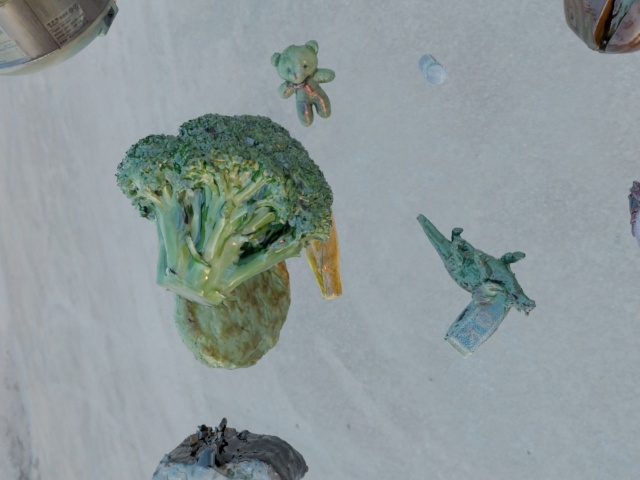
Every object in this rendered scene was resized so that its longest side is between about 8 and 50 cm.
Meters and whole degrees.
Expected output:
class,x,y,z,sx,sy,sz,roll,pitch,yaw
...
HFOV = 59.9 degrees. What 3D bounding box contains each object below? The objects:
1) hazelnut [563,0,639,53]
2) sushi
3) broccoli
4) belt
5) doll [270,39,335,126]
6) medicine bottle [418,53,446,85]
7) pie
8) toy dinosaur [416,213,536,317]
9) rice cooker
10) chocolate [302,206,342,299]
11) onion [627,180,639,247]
class,x,y,z,sx,sy,sz,roll,pitch,yaw
hazelnut,0.643,-0.513,1.194,0.251,0.217,0.217,45,136,29
sushi,-0.215,0.533,1.310,0.348,0.207,0.235,-5,103,16
broccoli,-0.116,-0.040,0.688,0.261,0.269,0.242,-7,58,66
belt,0.356,0.179,1.241,0.082,0.147,0.163,44,98,10
doll,-0.027,-0.291,1.040,0.077,0.115,0.150,-90,-22,-61
medicine bottle,0.275,-0.426,1.380,0.191,0.051,0.051,-80,-5,-64
pie,-0.145,0.114,0.948,0.090,0.248,0.201,-9,93,39
toy dinosaur,0.259,0.023,0.973,0.292,0.079,0.120,53,146,31
rice cooker,-0.460,-0.405,0.778,0.288,0.288,0.277,55,173,30
chocolate,0.000,0.000,1.026,0.085,0.085,0.219,-18,86,57
onion,0.807,-0.036,1.224,0.284,0.120,0.227,63,148,33
